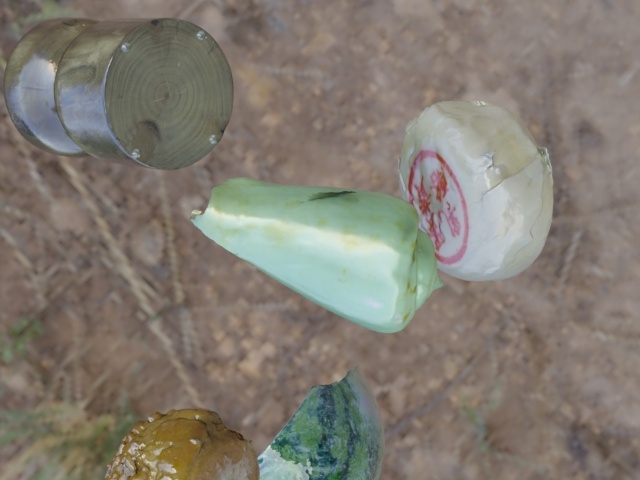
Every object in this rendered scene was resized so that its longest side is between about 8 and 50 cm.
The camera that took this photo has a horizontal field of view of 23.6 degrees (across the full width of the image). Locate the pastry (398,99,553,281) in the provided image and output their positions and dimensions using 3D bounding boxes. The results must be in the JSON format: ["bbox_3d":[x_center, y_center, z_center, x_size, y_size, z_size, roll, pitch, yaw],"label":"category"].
[{"bbox_3d":[0.201,-0.066,2.037,0.265,0.133,0.264,44,141,53],"label":"pastry"}]

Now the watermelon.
[{"bbox_3d":[0.002,0.316,2.340,0.256,0.260,0.176,42,178,-43],"label":"watermelon"}]

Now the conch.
[{"bbox_3d":[0.007,0.000,1.565,0.251,0.143,0.137,20,147,11],"label":"conch"}]

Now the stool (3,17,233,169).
[{"bbox_3d":[-0.248,-0.182,1.859,0.264,0.179,0.179,11,142,53],"label":"stool"}]

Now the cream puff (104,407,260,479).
[{"bbox_3d":[-0.116,0.198,1.224,0.103,0.144,0.126,8,104,28],"label":"cream puff"}]
